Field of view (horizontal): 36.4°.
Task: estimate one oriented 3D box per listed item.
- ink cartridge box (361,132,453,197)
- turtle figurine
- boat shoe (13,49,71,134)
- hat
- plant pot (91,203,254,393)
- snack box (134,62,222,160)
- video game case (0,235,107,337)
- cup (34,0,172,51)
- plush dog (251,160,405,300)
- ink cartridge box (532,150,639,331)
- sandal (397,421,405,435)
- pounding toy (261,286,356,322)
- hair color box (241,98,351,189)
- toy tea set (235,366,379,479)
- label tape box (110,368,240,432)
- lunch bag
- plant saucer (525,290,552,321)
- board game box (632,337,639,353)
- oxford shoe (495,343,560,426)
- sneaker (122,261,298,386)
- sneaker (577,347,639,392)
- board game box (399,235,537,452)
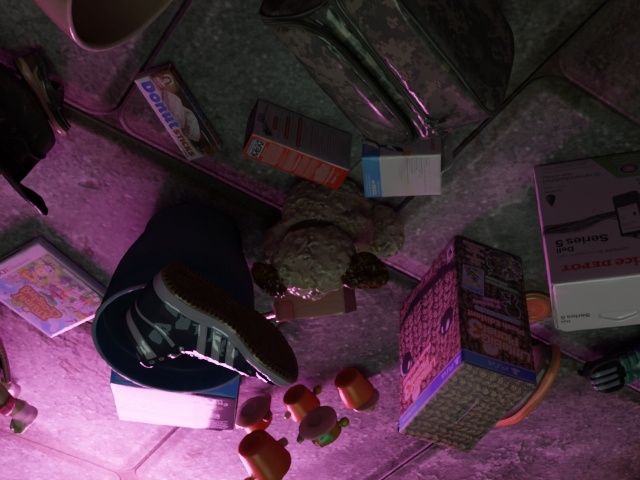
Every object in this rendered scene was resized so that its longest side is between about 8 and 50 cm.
[{"bbox_3d":[0.141,-0.132,1.564,0.143,0.092,0.090,-1,136,6],"label":"ink cartridge box"},{"bbox_3d":[-0.733,0.321,2.006,0.197,0.275,0.266,-1,146,27],"label":"turtle figurine"},{"bbox_3d":[-0.428,-0.232,1.536,0.049,0.056,0.152,-32,138,-9],"label":"boat shoe"},{"bbox_3d":[-0.505,-0.195,1.499,0.134,0.331,0.331,-46,125,-6],"label":"hat"},{"bbox_3d":[-0.239,0.081,1.692,0.271,0.255,0.272,1,133,1],"label":"plant pot"},{"bbox_3d":[-0.227,-0.205,1.569,0.064,0.022,0.178,-14,133,19],"label":"snack box"},{"bbox_3d":[-0.537,0.096,1.899,0.193,0.023,0.212,-25,128,27],"label":"video game case"},{"bbox_3d":[-0.284,-0.433,1.175,0.237,0.331,0.331,36,133,6],"label":"cup"},{"bbox_3d":[0.000,0.000,1.614,0.262,0.225,0.211,-7,134,12],"label":"plush dog"},{"bbox_3d":[0.453,-0.003,1.540,0.198,0.273,0.115,-8,134,12],"label":"ink cartridge box"},{"bbox_3d":[0.260,0.432,2.162,0.179,0.040,0.067,1,135,3],"label":"sandal"},{"bbox_3d":[-0.044,0.093,1.737,0.181,0.094,0.206,-6,177,11],"label":"pounding toy"},{"bbox_3d":[-0.036,-0.153,1.557,0.167,0.093,0.053,21,133,-15],"label":"hair color box"},{"bbox_3d":[-0.027,0.398,2.044,0.336,0.200,0.124,-22,121,17],"label":"toy tea set"},{"bbox_3d":[-0.284,0.271,1.932,0.249,0.115,0.348,8,154,-3],"label":"label tape box"},{"bbox_3d":[0.091,-0.279,1.351,0.256,0.213,0.305,-13,134,40],"label":"lunch bag"},{"bbox_3d":[0.405,0.129,1.863,0.083,0.013,0.083,3,135,3],"label":"plant saucer"},{"bbox_3d":[0.731,0.208,1.851,0.243,0.042,0.165,34,103,-27],"label":"board game box"},{"bbox_3d":[0.332,0.303,1.969,0.132,0.130,0.363,32,129,-17],"label":"oxford shoe"},{"bbox_3d":[-0.177,0.162,1.521,0.282,0.099,0.153,39,118,-20],"label":"sneaker"},{"bbox_3d":[0.625,0.234,1.927,0.223,0.098,0.083,-13,98,-7],"label":"sneaker"},{"bbox_3d":[0.252,0.184,1.734,0.141,0.291,0.232,19,133,-14],"label":"board game box"}]
